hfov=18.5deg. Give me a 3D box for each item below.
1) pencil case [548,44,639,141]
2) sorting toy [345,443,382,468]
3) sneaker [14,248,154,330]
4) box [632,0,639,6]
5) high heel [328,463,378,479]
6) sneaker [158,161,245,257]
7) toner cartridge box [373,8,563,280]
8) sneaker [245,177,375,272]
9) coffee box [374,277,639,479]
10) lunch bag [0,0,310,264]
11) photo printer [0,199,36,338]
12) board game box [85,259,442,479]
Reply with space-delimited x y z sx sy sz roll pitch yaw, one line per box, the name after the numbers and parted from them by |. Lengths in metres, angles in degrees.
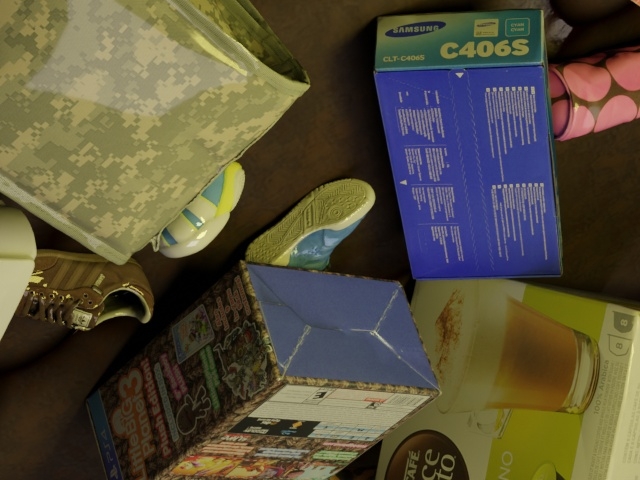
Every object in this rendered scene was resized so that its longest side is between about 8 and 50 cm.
0.319 -0.169 2.078 0.209 0.098 0.095 -13 95 -24 | pencil case
-0.013 0.282 2.401 0.229 0.041 0.307 10 126 -37 | sorting toy
-0.248 0.053 1.931 0.188 0.071 0.066 -5 136 -32 | sneaker
0.367 -0.366 1.838 0.300 0.142 0.154 -46 142 18 | box
0.017 0.298 2.370 0.261 0.186 0.093 -13 112 -63 | high heel
-0.126 -0.104 1.748 0.091 0.240 0.126 -16 135 34 | sneaker
0.157 -0.089 2.004 0.165 0.075 0.348 -2 143 8 | toner cartridge box
0.000 -0.001 2.063 0.152 0.058 0.084 -37 146 1 | sneaker
0.300 0.229 2.218 0.338 0.334 0.337 10 92 -43 | coffee box
-0.183 -0.140 1.618 0.235 0.169 0.287 -43 116 15 | lunch bag
-0.440 0.067 1.777 0.308 0.107 0.256 4 130 -39 | photo printer
-0.063 0.165 2.083 0.232 0.141 0.291 9 141 -42 | board game box
